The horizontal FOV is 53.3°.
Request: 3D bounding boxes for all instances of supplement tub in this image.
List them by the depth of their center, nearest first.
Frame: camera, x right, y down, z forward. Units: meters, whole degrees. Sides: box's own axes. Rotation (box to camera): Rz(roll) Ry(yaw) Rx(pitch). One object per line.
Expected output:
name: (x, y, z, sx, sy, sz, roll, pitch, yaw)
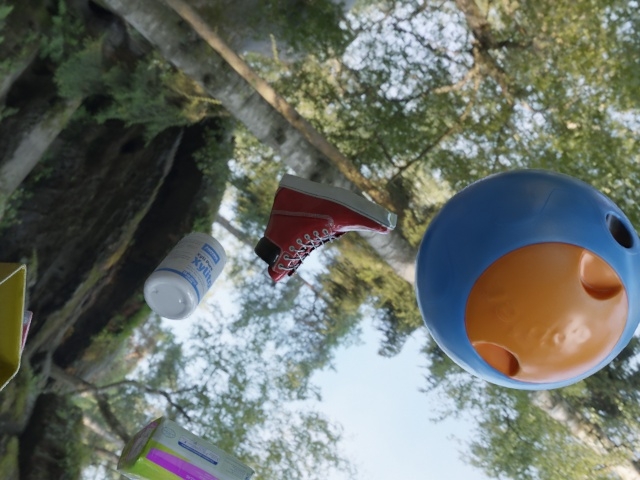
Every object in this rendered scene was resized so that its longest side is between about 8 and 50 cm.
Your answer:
supplement tub: (-0.170, 0.044, 0.807, 0.071, 0.071, 0.107, -29, -160, 31)

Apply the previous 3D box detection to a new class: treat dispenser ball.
treat dispenser ball: (0.269, 0.049, 0.840, 0.288, 0.288, 0.288, -33, -146, 26)

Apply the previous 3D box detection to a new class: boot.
boot: (0.000, 0.000, 1.024, 0.244, 0.088, 0.176, 17, -97, 42)

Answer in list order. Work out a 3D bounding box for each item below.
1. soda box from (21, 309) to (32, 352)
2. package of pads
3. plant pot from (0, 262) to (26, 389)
soda box: (-0.683, 0.159, 1.174, 0.083, 0.264, 0.092, -52, -149, 44)
package of pads: (-0.292, 0.473, 1.319, 0.296, 0.229, 0.101, -44, -164, 56)
plant pot: (-0.613, 0.150, 1.015, 0.212, 0.187, 0.212, -92, -167, -73)
